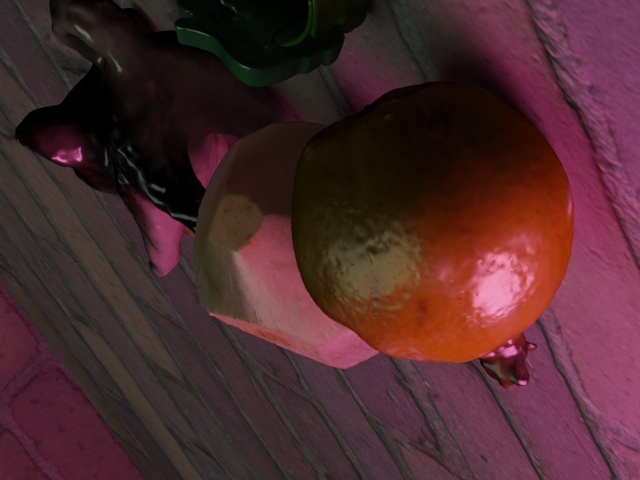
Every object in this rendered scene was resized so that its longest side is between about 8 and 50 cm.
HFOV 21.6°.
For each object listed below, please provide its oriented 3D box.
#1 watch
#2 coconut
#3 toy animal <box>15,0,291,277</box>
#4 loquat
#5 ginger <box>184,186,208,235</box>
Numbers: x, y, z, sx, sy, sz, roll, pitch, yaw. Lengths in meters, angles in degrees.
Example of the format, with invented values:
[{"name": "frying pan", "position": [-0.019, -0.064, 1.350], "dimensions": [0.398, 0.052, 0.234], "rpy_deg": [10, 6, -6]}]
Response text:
[{"name": "watch", "position": [-0.044, -0.213, 1.289], "dimensions": [0.165, 0.131, 0.152], "rpy_deg": [40, 150, 27]}, {"name": "coconut", "position": [0.000, 0.000, 1.451], "dimensions": [0.237, 0.197, 0.237], "rpy_deg": [25, -176, -2]}, {"name": "toy animal", "position": [-0.184, -0.123, 1.701], "dimensions": [0.302, 0.194, 0.344], "rpy_deg": [46, 160, -12]}, {"name": "loquat", "position": [0.093, 0.004, 1.266], "dimensions": [0.246, 0.213, 0.213], "rpy_deg": [61, 160, -10]}, {"name": "ginger", "position": [-0.192, -0.085, 1.978], "dimensions": [0.190, 0.069, 0.095], "rpy_deg": [48, 158, 5]}]
